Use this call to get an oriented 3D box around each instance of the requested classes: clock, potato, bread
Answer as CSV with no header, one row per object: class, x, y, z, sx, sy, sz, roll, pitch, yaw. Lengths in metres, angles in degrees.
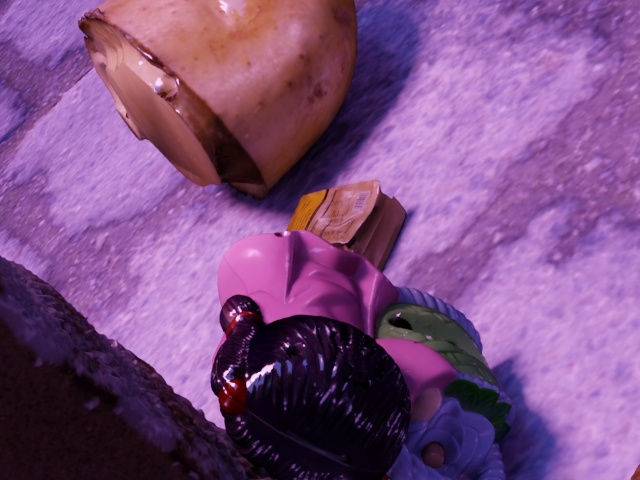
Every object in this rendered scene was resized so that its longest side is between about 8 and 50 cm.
clock,0.024,0.087,1.087,0.100,0.194,0.195,-60,12,20
potato,-0.070,-0.169,1.594,0.242,0.242,0.285,-48,7,-7
bread,-0.133,0.110,1.028,0.113,0.416,0.165,-48,27,-2

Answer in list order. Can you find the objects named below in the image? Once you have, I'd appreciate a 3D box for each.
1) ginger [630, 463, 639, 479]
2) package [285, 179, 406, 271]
ginger,0.186,0.181,0.840,0.166,0.080,0.333,-30,30,3
package,0.000,0.000,1.418,0.131,0.047,0.071,-11,44,46
